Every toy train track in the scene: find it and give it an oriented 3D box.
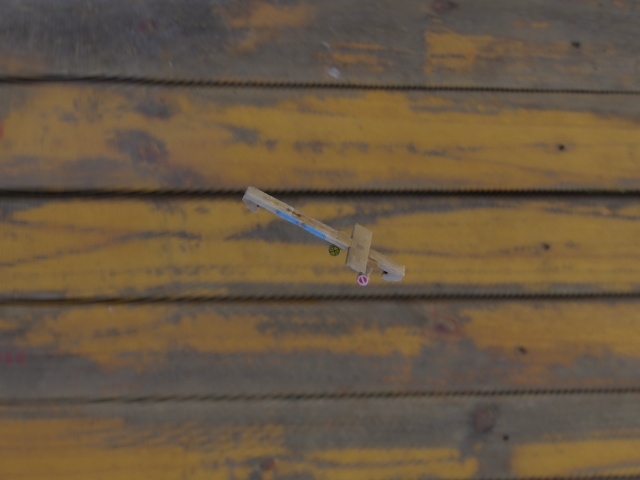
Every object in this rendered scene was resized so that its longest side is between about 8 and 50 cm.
[{"bbox_3d":[0.000,0.000,0.643,0.083,0.048,0.014,28,114,-5],"label":"toy train track"}]
